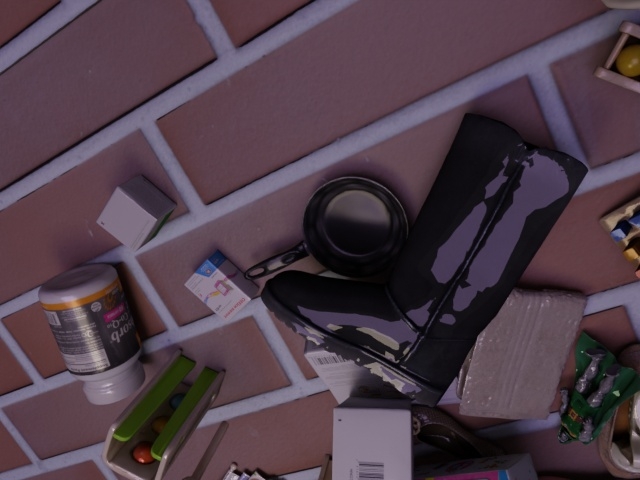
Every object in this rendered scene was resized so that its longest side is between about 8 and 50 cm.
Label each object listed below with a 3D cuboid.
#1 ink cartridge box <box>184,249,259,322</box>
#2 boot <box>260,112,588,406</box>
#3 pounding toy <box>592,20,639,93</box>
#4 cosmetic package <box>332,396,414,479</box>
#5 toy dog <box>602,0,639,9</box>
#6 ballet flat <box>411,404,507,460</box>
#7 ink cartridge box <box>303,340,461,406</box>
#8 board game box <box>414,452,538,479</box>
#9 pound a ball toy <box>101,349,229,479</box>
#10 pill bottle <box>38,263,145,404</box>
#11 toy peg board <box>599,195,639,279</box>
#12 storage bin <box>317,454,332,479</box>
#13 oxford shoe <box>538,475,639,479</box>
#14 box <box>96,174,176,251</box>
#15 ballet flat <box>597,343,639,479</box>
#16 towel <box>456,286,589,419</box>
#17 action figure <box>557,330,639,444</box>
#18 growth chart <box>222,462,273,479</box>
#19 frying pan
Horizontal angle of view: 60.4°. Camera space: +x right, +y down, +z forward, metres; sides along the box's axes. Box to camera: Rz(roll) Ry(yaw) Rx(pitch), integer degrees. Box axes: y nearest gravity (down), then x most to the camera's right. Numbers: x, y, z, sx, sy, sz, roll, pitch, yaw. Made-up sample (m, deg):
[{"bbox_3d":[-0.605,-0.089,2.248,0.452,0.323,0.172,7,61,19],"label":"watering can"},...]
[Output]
[{"bbox_3d":[-0.202,0.096,1.133,0.122,0.052,0.088,42,116,-6],"label":"ink cartridge box"},{"bbox_3d":[0.154,-0.004,0.899,0.367,0.146,0.445,28,106,2],"label":"boot"},{"bbox_3d":[0.506,-0.184,0.765,0.270,0.154,0.154,24,116,5],"label":"pounding toy"},{"bbox_3d":[0.102,0.412,1.012,0.138,0.224,0.223,0,79,8],"label":"cosmetic package"},{"bbox_3d":[0.602,-0.317,0.580,0.408,0.395,0.284,12,104,-27],"label":"toy dog"},{"bbox_3d":[0.269,0.415,1.133,0.250,0.058,0.084,26,124,3],"label":"ballet flat"},{"bbox_3d":[0.137,0.255,1.107,0.275,0.060,0.238,-11,134,19],"label":"ink cartridge box"},{"bbox_3d":[0.289,0.547,1.053,0.303,0.098,0.223,-31,71,42],"label":"board game box"},{"bbox_3d":[-0.293,0.397,1.135,0.208,0.319,0.135,25,117,4],"label":"pound a ball toy"},{"bbox_3d":[-0.485,0.203,1.196,0.162,0.162,0.278,-5,111,17],"label":"pill bottle"},{"bbox_3d":[0.533,0.003,0.831,0.160,0.079,0.161,54,136,6],"label":"toy peg board"},{"bbox_3d":[0.065,0.656,1.181,0.123,0.262,0.260,-6,110,15],"label":"storage bin"},{"bbox_3d":[0.499,0.560,1.070,0.397,0.146,0.140,-22,109,34],"label":"oxford shoe"},{"bbox_3d":[-0.364,-0.055,1.094,0.102,0.087,0.101,40,117,-3],"label":"box"},{"bbox_3d":[0.569,0.340,0.996,0.108,0.106,0.315,-3,111,16],"label":"ballet flat"},{"bbox_3d":[0.361,0.209,1.011,0.187,0.049,0.282,6,113,-5],"label":"towel"},{"bbox_3d":[0.483,0.298,1.006,0.064,0.137,0.232,-8,126,-15],"label":"action figure"},{"bbox_3d":[-0.154,0.645,1.319,0.237,0.021,0.171,26,90,20],"label":"growth chart"},{"bbox_3d":[0.024,0.018,1.037,0.197,0.053,0.326,41,116,-4],"label":"frying pan"}]
